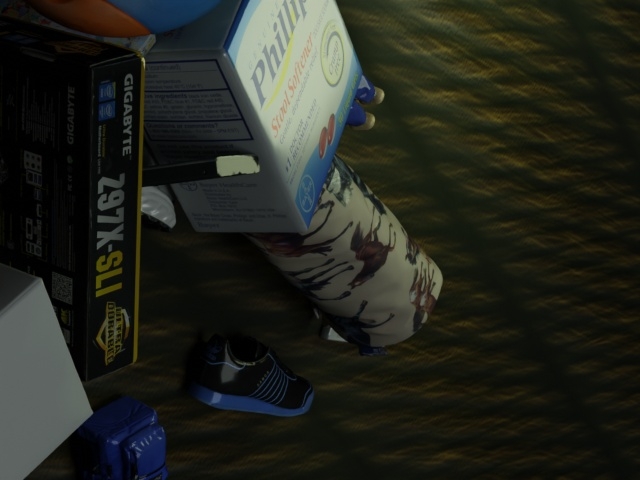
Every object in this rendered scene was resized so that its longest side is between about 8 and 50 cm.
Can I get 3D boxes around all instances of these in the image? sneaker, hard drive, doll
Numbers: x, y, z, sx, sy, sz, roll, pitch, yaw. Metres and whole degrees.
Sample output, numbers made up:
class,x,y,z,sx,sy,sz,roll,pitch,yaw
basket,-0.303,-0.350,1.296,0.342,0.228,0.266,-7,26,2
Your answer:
class,x,y,z,sx,sy,sz,roll,pitch,yaw
sneaker,-0.077,0.175,2.186,0.232,0.081,0.090,10,104,-54
sneaker,-0.240,-0.096,1.832,0.271,0.100,0.108,36,66,-61
hard drive,-0.146,-0.072,1.765,0.094,0.135,0.022,-12,95,-64
doll,0.015,-0.196,2.171,0.189,0.046,0.129,27,82,-56

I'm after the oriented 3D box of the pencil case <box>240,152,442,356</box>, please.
class,x,y,z,sx,sy,sz,roll,pitch,yaw
pencil case,0.000,0.000,2.133,0.183,0.160,0.410,-29,142,13

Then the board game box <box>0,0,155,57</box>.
class,x,y,z,sx,sy,sz,roll,pitch,yaw
board game box,-0.260,-0.207,1.691,0.103,0.154,0.026,-57,170,-21

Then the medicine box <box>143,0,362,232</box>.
class,x,y,z,sx,sy,sz,roll,pitch,yaw
medicine box,-0.087,-0.196,1.875,0.289,0.149,0.263,66,33,-45

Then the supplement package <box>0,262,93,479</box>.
class,x,y,z,sx,sy,sz,roll,pitch,yaw
supplement package,-0.389,0.110,1.533,0.177,0.293,0.175,-44,137,-33

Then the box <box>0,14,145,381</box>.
class,x,y,z,sx,sy,sz,roll,pitch,yaw
box,-0.292,-0.049,1.627,0.079,0.257,0.322,-21,121,-48

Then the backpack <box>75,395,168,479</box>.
class,x,y,z,sx,sy,sz,roll,pitch,yaw
backpack,-0.237,0.268,1.993,0.098,0.101,0.120,-23,127,-40

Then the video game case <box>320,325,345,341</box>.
class,x,y,z,sx,sy,sz,roll,pitch,yaw
video game case,0.068,0.079,2.398,0.157,0.019,0.143,12,96,-56

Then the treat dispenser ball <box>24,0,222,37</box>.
class,x,y,z,sx,sy,sz,roll,pitch,yaw
treat dispenser ball,-0.190,-0.338,1.588,0.288,0.288,0.288,-28,127,-45
